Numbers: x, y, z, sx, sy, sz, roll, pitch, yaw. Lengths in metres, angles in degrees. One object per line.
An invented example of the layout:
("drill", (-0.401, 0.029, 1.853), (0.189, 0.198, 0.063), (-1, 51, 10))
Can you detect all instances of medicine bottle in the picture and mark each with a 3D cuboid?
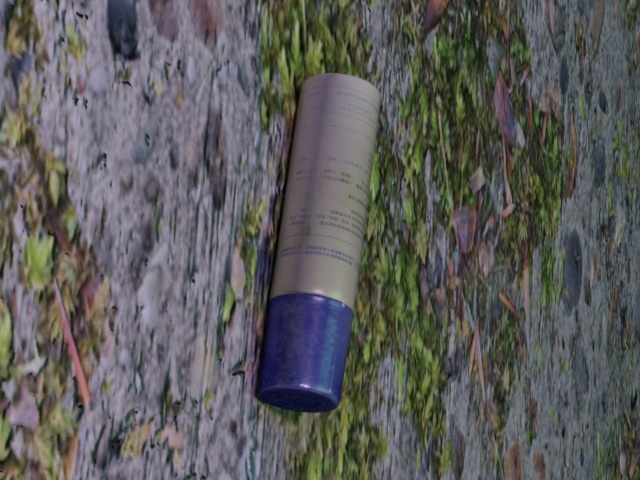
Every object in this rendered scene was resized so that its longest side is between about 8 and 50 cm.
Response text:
("medicine bottle", (0.000, 0.000, 1.303), (0.059, 0.059, 0.231), (50, 44, -59))
